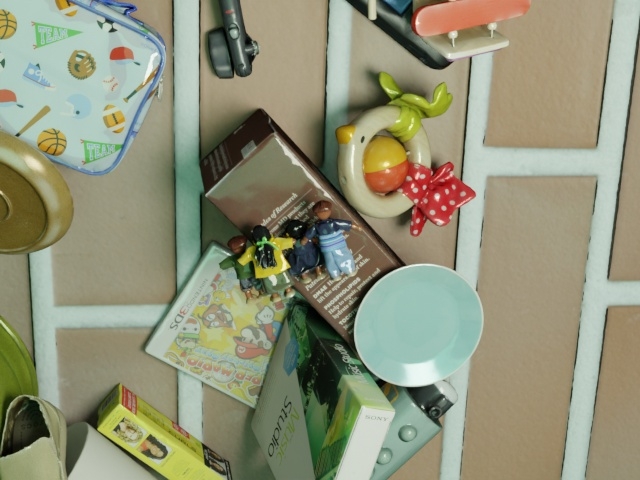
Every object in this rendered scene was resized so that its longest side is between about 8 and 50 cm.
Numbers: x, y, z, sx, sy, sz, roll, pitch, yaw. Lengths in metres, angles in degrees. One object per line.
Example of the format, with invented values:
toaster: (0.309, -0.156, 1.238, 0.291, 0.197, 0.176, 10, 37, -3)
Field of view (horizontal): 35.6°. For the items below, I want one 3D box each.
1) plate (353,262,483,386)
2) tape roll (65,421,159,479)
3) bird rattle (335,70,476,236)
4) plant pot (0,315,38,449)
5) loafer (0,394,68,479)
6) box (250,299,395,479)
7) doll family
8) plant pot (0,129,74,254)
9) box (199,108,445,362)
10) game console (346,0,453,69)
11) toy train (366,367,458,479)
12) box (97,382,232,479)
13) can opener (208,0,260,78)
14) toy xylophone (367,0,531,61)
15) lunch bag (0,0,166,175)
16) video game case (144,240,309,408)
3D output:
plate: (0.137, 0.118, 1.410, 0.188, 0.024, 0.188, -3, 109, -8)
tape roll: (-0.371, 0.421, 1.507, 0.246, 0.246, 0.169, -44, 110, 6)
bird rattle: (0.108, -0.116, 1.463, 0.207, 0.143, 0.253, -24, 122, -30)
plant pot: (-0.597, 0.287, 1.370, 0.366, 0.353, 0.366, -2, 108, -8)
loafer: (-0.395, 0.321, 1.352, 0.102, 0.268, 0.092, -23, 136, 1)
box: (-0.008, 0.259, 1.445, 0.058, 0.322, 0.232, 10, 108, -24)
doll family: (-0.039, 0.013, 1.324, 0.193, 0.076, 0.111, -20, 106, -7)
plant pot: (-0.463, -0.060, 1.389, 0.236, 0.032, 0.236, 5, 134, 5)
box: (0.000, 0.000, 1.461, 0.143, 0.191, 0.381, -40, 109, 5)
game console: (0.134, -0.480, 1.399, 0.386, 0.060, 0.342, 35, 99, -17)
toy train: (0.077, 0.305, 1.570, 0.334, 0.190, 0.142, -42, 109, 6)
box: (-0.245, 0.326, 1.581, 0.232, 0.087, 0.058, 40, 96, -17)
can opener: (-0.128, -0.320, 1.407, 0.073, 0.059, 0.186, -9, 109, -6)
toy xylophone: (0.169, -0.396, 1.329, 0.236, 0.081, 0.323, -25, 122, -24)
lunch bag: (-0.364, -0.240, 1.368, 0.303, 0.115, 0.243, 24, 100, -15)
video game case: (-0.127, 0.140, 1.572, 0.227, 0.026, 0.206, 30, 101, -17)
